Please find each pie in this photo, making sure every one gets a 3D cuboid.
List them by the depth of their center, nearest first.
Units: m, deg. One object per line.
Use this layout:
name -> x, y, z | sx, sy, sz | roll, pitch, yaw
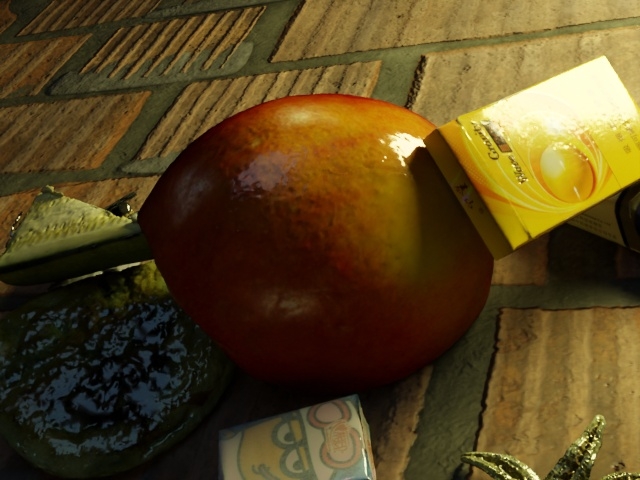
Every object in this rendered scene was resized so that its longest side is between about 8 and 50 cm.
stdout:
pie -> -0.254, 0.142, 1.057 | 0.323, 0.071, 0.323 | -4, 46, 4

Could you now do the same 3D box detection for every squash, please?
squash -> -0.278, -0.014, 1.147 | 0.252, 0.093, 0.169 | -13, 39, 21

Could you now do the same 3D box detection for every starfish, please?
starfish -> 0.186, 0.227, 0.798 | 0.208, 0.053, 0.176 | -23, 25, -20

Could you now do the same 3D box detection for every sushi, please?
sushi -> -0.338, -0.032, 1.384 | 0.126, 0.026, 0.120 | -31, 13, -10

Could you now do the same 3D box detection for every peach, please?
peach -> 0.000, 0.000, 0.982 | 0.380, 0.306, 0.242 | -16, 28, -5

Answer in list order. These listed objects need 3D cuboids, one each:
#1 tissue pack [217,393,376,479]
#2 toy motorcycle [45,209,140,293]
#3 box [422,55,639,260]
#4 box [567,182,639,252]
tissue pack -> -0.023, 0.229, 0.879 | 0.155, 0.065, 0.116 | -14, 38, 5
toy motorcycle -> -0.330, 0.031, 1.272 | 0.152, 0.073, 0.225 | -3, 39, 25
box -> 0.254, -0.098, 0.965 | 0.269, 0.043, 0.152 | -26, 79, -29
box -> 0.382, -0.071, 1.087 | 0.168, 0.071, 0.259 | -36, 39, -23
